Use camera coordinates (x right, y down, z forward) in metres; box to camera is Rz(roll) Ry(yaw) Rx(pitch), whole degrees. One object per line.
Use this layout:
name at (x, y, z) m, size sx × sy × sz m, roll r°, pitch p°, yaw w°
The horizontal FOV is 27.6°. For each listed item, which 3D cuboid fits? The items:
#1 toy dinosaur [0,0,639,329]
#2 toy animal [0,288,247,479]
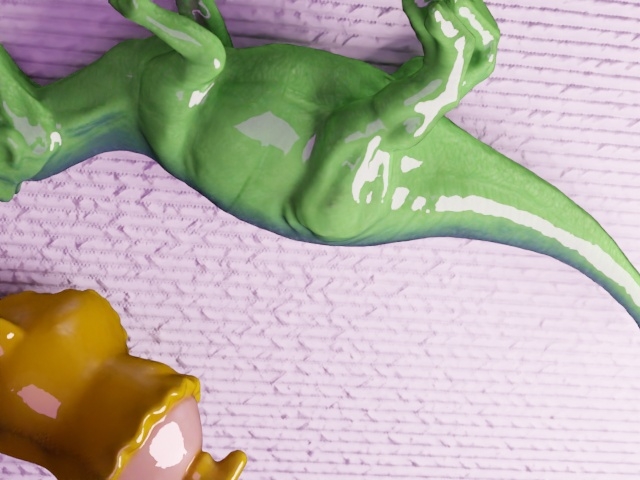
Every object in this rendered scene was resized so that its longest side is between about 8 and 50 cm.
toy dinosaur at (0.000, 0.000, 0.925) m, size 0.374 × 0.144 × 0.500 m, roll -28°, pitch 113°, yaw 12°
toy animal at (-0.167, 0.132, 0.949) m, size 0.229 × 0.156 × 0.156 m, roll 27°, pitch 112°, yaw 6°
